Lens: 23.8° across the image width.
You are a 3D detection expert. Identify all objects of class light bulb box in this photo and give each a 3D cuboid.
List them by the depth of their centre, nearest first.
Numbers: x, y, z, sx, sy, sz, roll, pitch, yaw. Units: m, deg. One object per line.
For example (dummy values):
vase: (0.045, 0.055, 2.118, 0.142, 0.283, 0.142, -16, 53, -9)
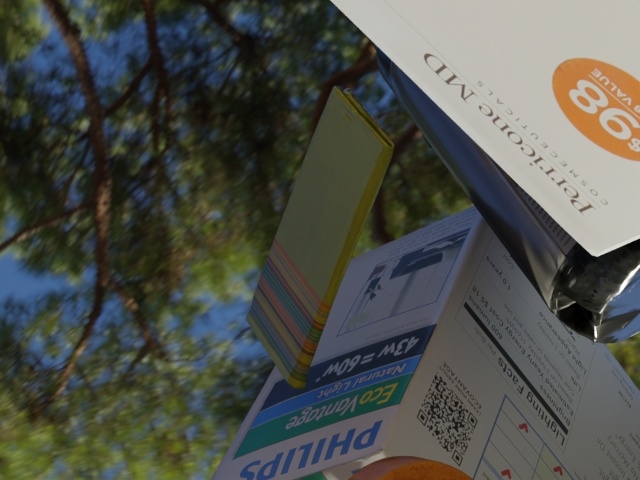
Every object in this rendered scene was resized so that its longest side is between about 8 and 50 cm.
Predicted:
light bulb box: (0.129, 0.222, 1.400, 0.358, 0.225, 0.361, 52, -141, -17)

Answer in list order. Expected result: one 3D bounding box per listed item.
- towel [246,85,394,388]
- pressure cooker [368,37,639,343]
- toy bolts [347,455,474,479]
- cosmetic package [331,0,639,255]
towel: (0.000, 0.000, 1.237, 0.021, 0.102, 0.237, 2, -57, -33)
pressure cooker: (0.246, -0.176, 1.255, 0.370, 0.375, 0.420, -37, -111, 6)
toy bolts: (0.020, 0.250, 0.820, 0.228, 0.158, 0.218, 49, -119, -2)
cosmetic package: (0.040, -0.180, 0.436, 0.377, 0.284, 0.097, 43, -111, -5)
